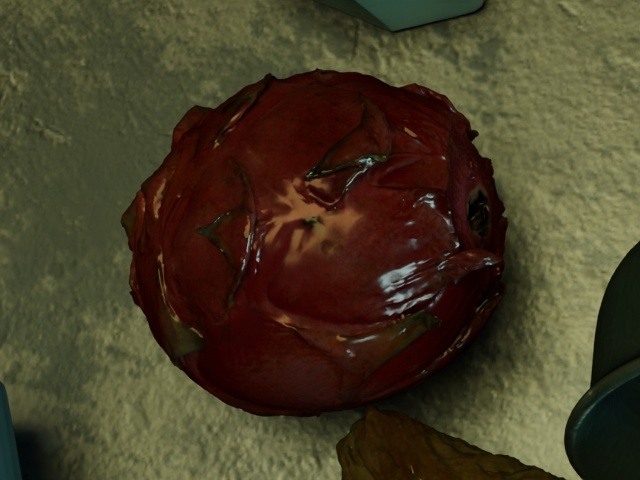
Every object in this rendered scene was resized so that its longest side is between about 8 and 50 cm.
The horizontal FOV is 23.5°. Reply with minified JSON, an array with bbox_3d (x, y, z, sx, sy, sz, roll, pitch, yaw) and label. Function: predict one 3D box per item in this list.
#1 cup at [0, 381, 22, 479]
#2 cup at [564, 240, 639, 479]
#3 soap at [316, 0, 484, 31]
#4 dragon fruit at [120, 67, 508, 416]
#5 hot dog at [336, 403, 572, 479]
[{"bbox_3d":[-0.334,0.262,1.003,0.331,0.257,0.311,-22,64,21],"label":"cup"},{"bbox_3d":[0.242,0.055,0.926,0.199,0.199,0.150,-10,51,16],"label":"cup"},{"bbox_3d":[0.018,-0.299,1.153,0.173,0.095,0.289,-12,69,14],"label":"soap"},{"bbox_3d":[-0.005,0.000,0.992,0.252,0.241,0.241,-7,69,2],"label":"dragon fruit"},{"bbox_3d":[0.115,0.190,0.917,0.259,0.175,0.114,12,64,27],"label":"hot dog"}]
